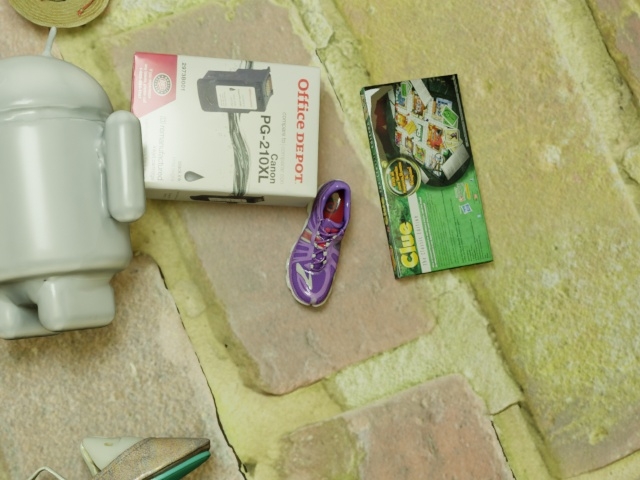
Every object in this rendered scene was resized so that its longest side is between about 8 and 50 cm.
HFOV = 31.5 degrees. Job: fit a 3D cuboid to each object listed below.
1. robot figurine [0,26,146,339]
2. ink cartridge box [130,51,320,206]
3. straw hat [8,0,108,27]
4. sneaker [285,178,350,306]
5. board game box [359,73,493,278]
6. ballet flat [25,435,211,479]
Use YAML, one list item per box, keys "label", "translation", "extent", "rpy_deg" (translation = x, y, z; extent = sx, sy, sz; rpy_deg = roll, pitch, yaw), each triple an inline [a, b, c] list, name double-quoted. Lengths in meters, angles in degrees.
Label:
- label: "robot figurine"
  translation: [-0.334, -0.064, 1.337]
  extent: [0.300, 0.200, 0.353]
  rpy_deg: [-9, 86, 22]
- label: "ink cartridge box"
  translation: [-0.122, -0.137, 1.435]
  extent: [0.237, 0.100, 0.172]
  rpy_deg: [3, 84, -10]
- label: "straw hat"
  translation: [-0.342, -0.330, 1.435]
  extent: [0.144, 0.061, 0.144]
  rpy_deg: [-1, 92, -26]
- label: "sneaker"
  translation: [0.000, 0.000, 1.459]
  extent: [0.068, 0.071, 0.170]
  rpy_deg: [13, 82, -9]
- label: "board game box"
  translation: [0.141, -0.087, 1.518]
  extent: [0.136, 0.030, 0.259]
  rpy_deg: [-9, 85, -14]
- label: "ballet flat"
  translation: [-0.284, 0.300, 1.360]
  extent: [0.316, 0.107, 0.106]
  rpy_deg: [-33, 77, -13]
